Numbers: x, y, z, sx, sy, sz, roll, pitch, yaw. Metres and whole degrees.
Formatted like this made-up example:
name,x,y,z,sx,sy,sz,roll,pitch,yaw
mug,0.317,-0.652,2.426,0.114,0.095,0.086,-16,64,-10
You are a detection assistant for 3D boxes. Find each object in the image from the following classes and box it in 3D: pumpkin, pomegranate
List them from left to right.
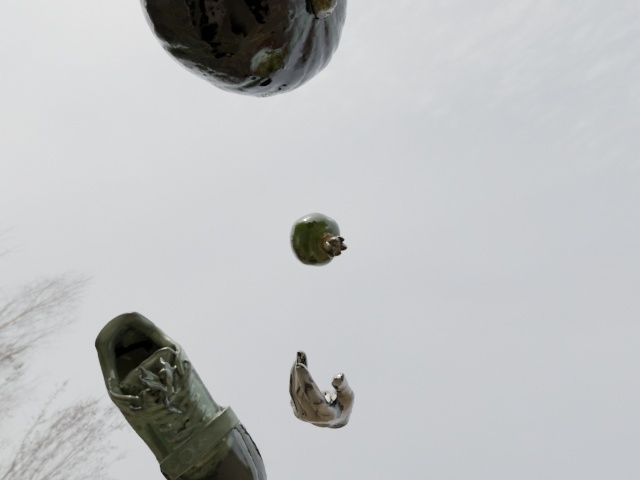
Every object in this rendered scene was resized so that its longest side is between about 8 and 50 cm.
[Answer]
name,x,y,z,sx,sy,sz,roll,pitch,yaw
pumpkin,-0.085,-0.353,0.590,0.238,0.315,0.316,21,-61,33
pomegranate,0.000,0.000,0.843,0.142,0.114,0.115,16,-54,57

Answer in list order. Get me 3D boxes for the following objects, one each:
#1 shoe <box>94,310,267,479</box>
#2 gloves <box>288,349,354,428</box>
name,x,y,z,sx,sy,sz,roll,pitch,yaw
shoe,-0.181,0.207,0.504,0.293,0.109,0.149,41,-27,22
gloves,-0.006,0.305,0.816,0.127,0.111,0.212,13,-26,37
